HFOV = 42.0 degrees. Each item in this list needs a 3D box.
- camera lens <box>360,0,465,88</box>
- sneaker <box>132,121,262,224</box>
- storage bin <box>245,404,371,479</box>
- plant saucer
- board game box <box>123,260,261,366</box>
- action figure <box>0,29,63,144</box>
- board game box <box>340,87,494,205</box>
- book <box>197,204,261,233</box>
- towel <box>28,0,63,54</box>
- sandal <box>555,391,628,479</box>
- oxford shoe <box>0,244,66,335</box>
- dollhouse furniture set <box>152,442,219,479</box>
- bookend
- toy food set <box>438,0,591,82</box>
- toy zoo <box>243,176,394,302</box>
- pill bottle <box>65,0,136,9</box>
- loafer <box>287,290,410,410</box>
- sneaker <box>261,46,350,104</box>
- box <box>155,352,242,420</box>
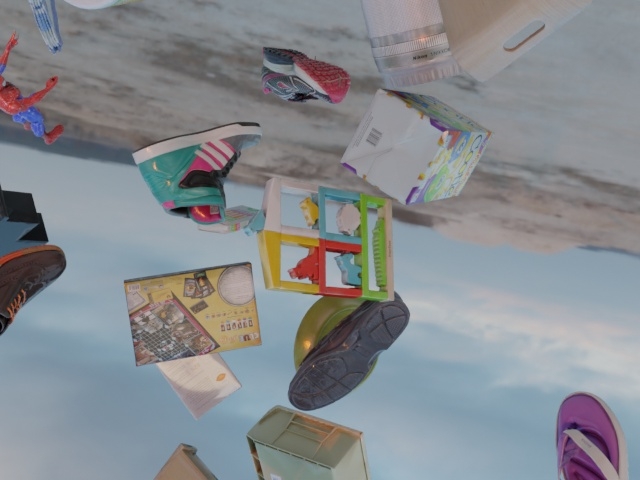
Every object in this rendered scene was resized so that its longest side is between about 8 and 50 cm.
[{"bbox_3d":[0.193,-0.458,1.640,0.219,0.274,0.219,-13,-164,4],"label":"camera lens"},{"bbox_3d":[-0.209,-0.124,1.618,0.295,0.178,0.124,-22,-174,-42],"label":"sneaker"},{"bbox_3d":[-0.022,0.546,1.941,0.260,0.262,0.123,11,-144,34],"label":"storage bin"},{"bbox_3d":[0.049,0.228,1.787,0.241,0.241,0.037,8,-179,-39],"label":"plant saucer"},{"bbox_3d":[-0.244,0.139,1.606,0.243,0.165,0.042,-8,-174,-12],"label":"board game box"},{"bbox_3d":[-0.528,-0.275,1.522,0.091,0.139,0.280,32,176,2],"label":"action figure"},{"bbox_3d":[0.176,-0.163,1.455,0.142,0.144,0.275,35,-160,19],"label":"board game box"},{"bbox_3d":[-0.191,-0.046,1.877,0.096,0.035,0.144,14,-159,36],"label":"book"},{"bbox_3d":[-0.567,-0.534,1.651,0.034,0.209,0.285,-12,156,-8],"label":"towel"},{"bbox_3d":[0.556,0.492,1.747,0.102,0.416,0.169,30,134,-28],"label":"sandal"},{"bbox_3d":[-0.492,0.100,1.293,0.098,0.097,0.271,26,-134,29],"label":"oxford shoe"},{"bbox_3d":[-0.186,0.561,1.576,0.198,0.286,0.303,37,180,38],"label":"dollhouse furniture set"},{"bbox_3d":[-0.533,-0.032,1.450,0.157,0.072,0.156,-30,161,30],"label":"bookend"},{"bbox_3d":[0.287,-0.433,1.298,0.092,0.306,0.219,10,150,-36],"label":"toy food set"},{"bbox_3d":[0.000,0.000,1.445,0.293,0.192,0.030,8,164,-31],"label":"toy zoo"},{"bbox_3d":[-0.281,-0.412,1.196,0.136,0.136,0.246,11,-157,11],"label":"pill bottle"},{"bbox_3d":[0.054,0.214,1.644,0.109,0.302,0.095,41,-167,-20],"label":"loafer"},{"bbox_3d":[-0.035,-0.364,1.930,0.121,0.112,0.299,-4,-155,-33],"label":"sneaker"},{"bbox_3d":[-0.284,0.297,1.901,0.130,0.170,0.091,-35,-169,-13],"label":"box"}]
